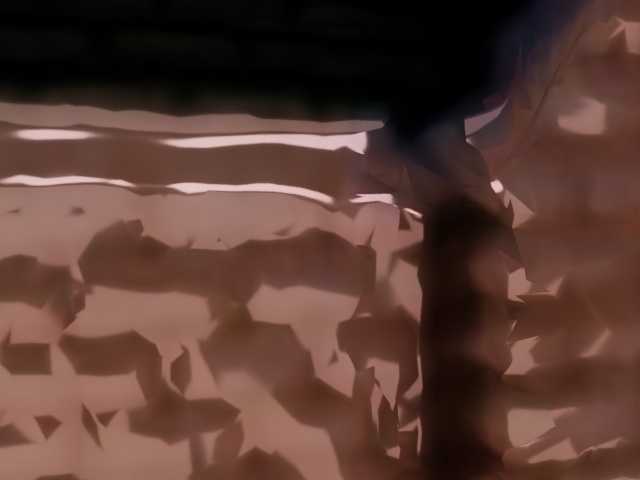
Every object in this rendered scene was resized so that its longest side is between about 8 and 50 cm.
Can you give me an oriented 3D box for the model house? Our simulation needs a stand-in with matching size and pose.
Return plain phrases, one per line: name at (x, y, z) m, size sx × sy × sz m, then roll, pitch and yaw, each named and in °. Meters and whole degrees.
model house at (0.000, 0.000, 0.601) m, size 0.445 × 0.395 × 0.400 m, roll -3°, pitch 96°, yaw -13°
